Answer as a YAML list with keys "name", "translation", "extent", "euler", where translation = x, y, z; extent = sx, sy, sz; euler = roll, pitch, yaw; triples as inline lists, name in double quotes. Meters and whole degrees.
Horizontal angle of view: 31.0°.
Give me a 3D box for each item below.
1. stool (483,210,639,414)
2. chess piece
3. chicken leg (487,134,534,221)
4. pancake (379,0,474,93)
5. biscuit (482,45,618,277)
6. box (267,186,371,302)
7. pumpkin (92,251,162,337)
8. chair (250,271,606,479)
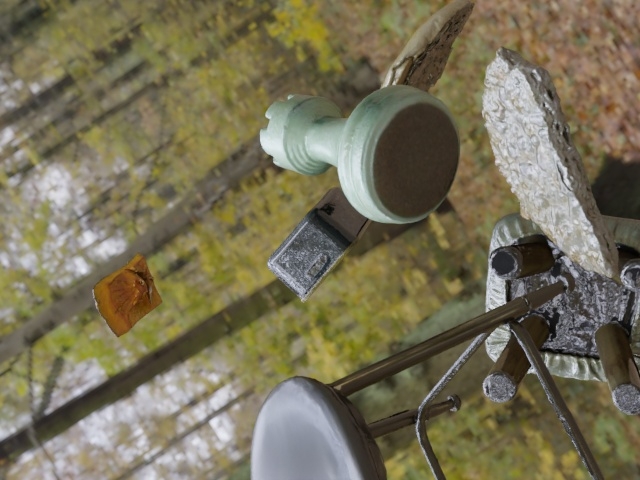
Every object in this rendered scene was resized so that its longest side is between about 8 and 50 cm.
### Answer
- name: "stool"
  translation: [0.423, 0.121, 1.974]
  extent: [0.226, 0.310, 0.310]
  euler: [-38, -50, -68]
- name: "chess piece"
  translation: [0.042, -0.142, 1.694]
  extent: [0.299, 0.194, 0.194]
  euler: [19, 150, 51]
- name: "chicken leg"
  translation: [0.309, -0.104, 1.698]
  extent: [0.207, 0.085, 0.101]
  euler: [61, 174, 28]
- name: "pancake"
  translation: [0.166, -0.283, 1.923]
  extent: [0.049, 0.282, 0.282]
  euler: [34, 177, 11]
- name: "biscuit"
  translation: [0.254, -0.090, 1.344]
  extent: [0.290, 0.038, 0.141]
  euler: [65, 158, -10]
- name: "box"
  translation: [0.000, 0.000, 1.865]
  extent: [0.090, 0.144, 0.201]
  euler: [41, -159, -1]
- name: "pumpkin"
  translation: [-0.214, 0.063, 1.329]
  extent: [0.101, 0.035, 0.073]
  euler: [-48, -47, -49]
- name: "chair"
  translation: [0.153, 0.303, 1.476]
  extent: [0.365, 0.410, 0.362]
  euler: [-57, 46, 46]
